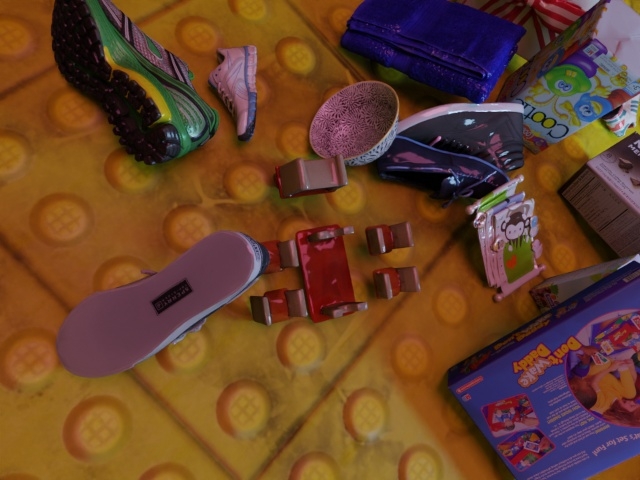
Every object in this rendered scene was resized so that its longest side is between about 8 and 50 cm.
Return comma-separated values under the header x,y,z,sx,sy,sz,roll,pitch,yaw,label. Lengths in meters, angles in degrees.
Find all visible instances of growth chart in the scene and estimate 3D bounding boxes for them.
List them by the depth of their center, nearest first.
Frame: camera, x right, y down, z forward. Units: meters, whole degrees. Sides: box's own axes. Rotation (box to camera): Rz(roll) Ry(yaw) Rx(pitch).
x,y,z,sx,sy,sz,roll,pitch,yaw,label
0.355,-0.004,0.939,0.172,0.021,0.237,-35,117,-21,growth chart

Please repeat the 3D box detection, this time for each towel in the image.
x,y,z,sx,sy,sz,roll,pitch,yaw,label
0.222,-0.406,0.977,0.308,0.076,0.228,28,65,13,towel

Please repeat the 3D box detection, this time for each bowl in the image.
x,y,z,sx,sy,sz,roll,pitch,yaw,label
0.072,-0.191,0.891,0.080,0.170,0.170,45,55,-49,bowl

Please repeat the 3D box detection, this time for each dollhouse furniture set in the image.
x,y,z,sx,sy,sz,roll,pitch,yaw,label
0.000,0.000,0.818,0.262,0.135,0.259,-9,89,-23,dollhouse furniture set

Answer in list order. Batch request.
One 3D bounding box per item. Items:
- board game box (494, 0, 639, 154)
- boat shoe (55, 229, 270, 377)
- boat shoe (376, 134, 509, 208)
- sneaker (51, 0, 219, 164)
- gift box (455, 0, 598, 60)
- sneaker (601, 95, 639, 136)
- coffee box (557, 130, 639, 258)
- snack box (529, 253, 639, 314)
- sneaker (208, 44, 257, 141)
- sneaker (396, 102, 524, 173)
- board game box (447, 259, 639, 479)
x,y,z,sx,sy,sz,roll,pitch,yaw,label
0.495,-0.317,0.999,0.142,0.275,0.144,35,65,-8,board game box
-0.208,0.084,0.682,0.306,0.105,0.113,-35,80,6,boat shoe
0.222,-0.109,0.938,0.258,0.109,0.089,14,62,1,boat shoe
-0.296,-0.267,0.784,0.343,0.134,0.146,54,39,5,sneaker
0.443,-0.541,1.070,0.255,0.276,0.258,22,52,-9,gift box
0.742,-0.314,1.223,0.161,0.057,0.075,-47,110,-27,sneaker
0.668,-0.057,1.024,0.168,0.119,0.297,-28,69,-19,coffee box
0.508,0.135,0.903,0.070,0.207,0.174,-26,84,-26,snack box
-0.150,-0.251,0.856,0.082,0.071,0.191,1,65,-14,sneaker
0.278,-0.179,0.971,0.295,0.104,0.147,-8,85,-17,sneaker
0.414,0.227,0.792,0.347,0.078,0.233,-36,89,17,board game box
